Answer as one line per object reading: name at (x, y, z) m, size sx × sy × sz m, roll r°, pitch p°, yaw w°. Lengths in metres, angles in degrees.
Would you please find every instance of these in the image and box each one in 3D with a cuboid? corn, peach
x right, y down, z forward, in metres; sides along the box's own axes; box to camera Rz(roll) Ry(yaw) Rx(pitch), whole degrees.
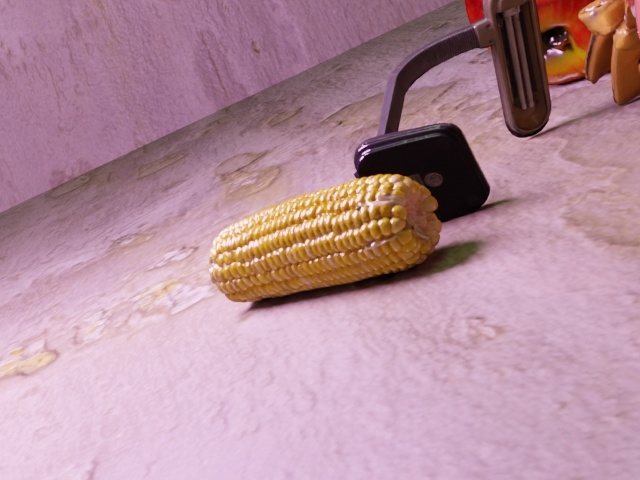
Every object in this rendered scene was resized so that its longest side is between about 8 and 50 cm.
corn at (0.000, 0.000, 1.244) m, size 0.244 × 0.093 × 0.093 m, roll -14°, pitch 16°, yaw 38°
peach at (0.309, -0.339, 1.674) m, size 0.248 × 0.275 × 0.245 m, roll 15°, pitch -19°, yaw 9°

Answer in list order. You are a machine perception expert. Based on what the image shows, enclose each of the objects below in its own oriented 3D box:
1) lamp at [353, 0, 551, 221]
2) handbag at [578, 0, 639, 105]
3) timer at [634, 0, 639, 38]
lamp at (0.149, -0.114, 1.376) m, size 0.124 × 0.203 × 0.283 m, roll -2°, pitch 44°, yaw 33°
handbag at (0.398, -0.315, 1.321) m, size 0.283 × 0.133 × 0.401 m, roll -28°, pitch -27°, yaw -11°
timer at (0.376, -0.214, 1.094) m, size 0.229 × 0.229 × 0.215 m, roll -9°, pitch 50°, yaw 49°
